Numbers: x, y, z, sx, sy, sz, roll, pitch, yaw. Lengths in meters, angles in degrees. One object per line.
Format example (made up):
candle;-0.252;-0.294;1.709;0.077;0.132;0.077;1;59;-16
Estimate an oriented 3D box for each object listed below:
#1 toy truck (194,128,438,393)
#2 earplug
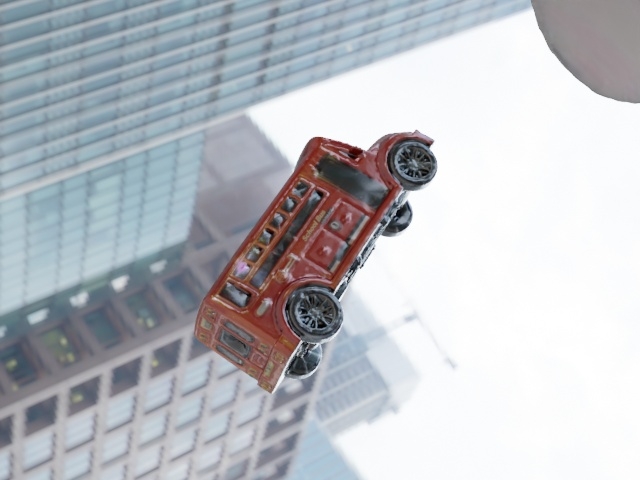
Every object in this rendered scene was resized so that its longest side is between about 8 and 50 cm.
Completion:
toy truck;0.000;0.000;1.116;0.114;0.252;0.107;31;-28;4
earplug;0.359;-0.277;1.215;0.172;0.301;0.172;41;-26;25
